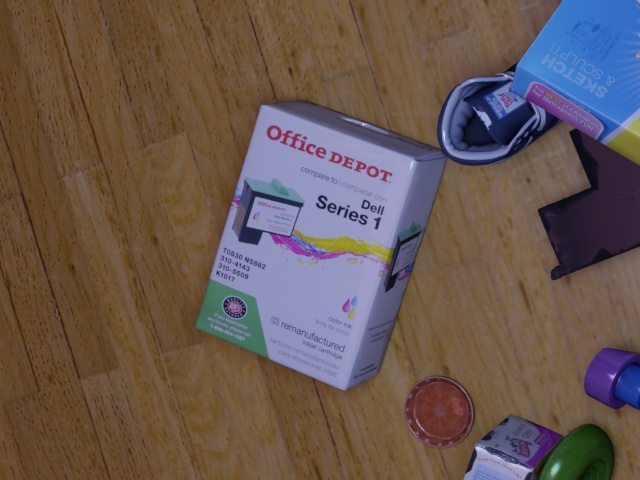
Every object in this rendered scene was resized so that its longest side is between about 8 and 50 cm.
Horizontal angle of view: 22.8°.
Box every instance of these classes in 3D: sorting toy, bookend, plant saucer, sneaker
[{"bbox_3d":[0.303,0.300,1.698,0.126,0.127,0.365,28,107,37],"label":"sorting toy"},{"bbox_3d":[0.299,-0.059,1.708,0.157,0.072,0.156,-24,86,23],"label":"bookend"},{"bbox_3d":[0.138,0.197,1.832,0.083,0.013,0.083,2,96,22],"label":"plant saucer"},{"bbox_3d":[0.241,-0.174,1.674,0.282,0.153,0.099,-41,80,20],"label":"sneaker"}]

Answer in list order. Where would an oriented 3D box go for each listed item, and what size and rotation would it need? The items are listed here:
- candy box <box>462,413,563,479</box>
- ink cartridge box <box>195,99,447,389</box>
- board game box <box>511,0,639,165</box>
[{"bbox_3d":[0.185,0.323,1.748,0.071,0.159,0.233,21,104,17],"label":"candy box"},{"bbox_3d":[0.000,0.000,1.811,0.201,0.117,0.278,21,103,19],"label":"ink cartridge box"},{"bbox_3d":[0.389,-0.173,1.591,0.316,0.064,0.242,32,74,12],"label":"board game box"}]
